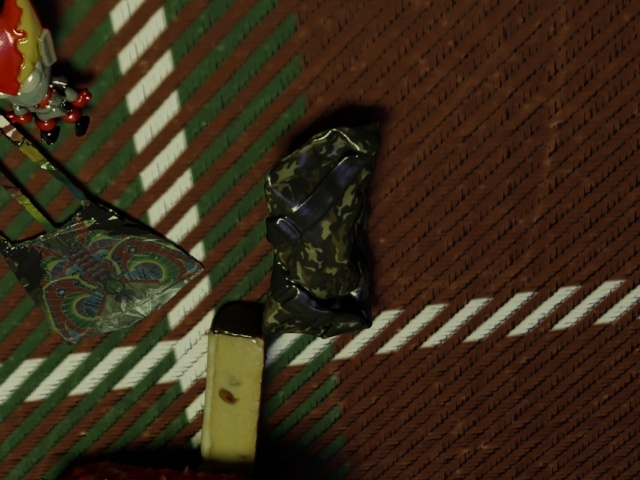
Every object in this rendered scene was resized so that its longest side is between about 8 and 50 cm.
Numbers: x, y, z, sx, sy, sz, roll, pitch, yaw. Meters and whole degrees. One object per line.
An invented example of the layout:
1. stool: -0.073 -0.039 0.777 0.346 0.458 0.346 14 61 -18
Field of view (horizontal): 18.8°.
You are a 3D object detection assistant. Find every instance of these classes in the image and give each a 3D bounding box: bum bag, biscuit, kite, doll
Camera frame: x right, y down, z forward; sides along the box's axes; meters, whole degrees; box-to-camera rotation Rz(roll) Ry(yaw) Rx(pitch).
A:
1. bum bag: -0.001 0.000 1.679 0.102 0.069 0.248 -2 129 -4
2. biscuit: -0.081 0.141 1.802 0.056 0.052 0.188 6 130 1
3. kite: -0.237 -0.011 1.672 0.152 0.015 0.285 -30 128 17
4. doll: -0.242 -0.141 1.535 0.109 0.057 0.169 -10 147 23

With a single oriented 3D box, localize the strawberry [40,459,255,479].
1. strawberry: -0.117 0.324 1.874 0.280 0.150 0.253 4 109 20
